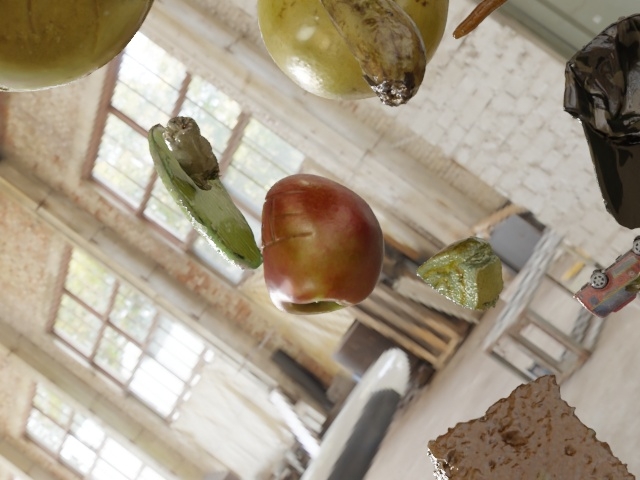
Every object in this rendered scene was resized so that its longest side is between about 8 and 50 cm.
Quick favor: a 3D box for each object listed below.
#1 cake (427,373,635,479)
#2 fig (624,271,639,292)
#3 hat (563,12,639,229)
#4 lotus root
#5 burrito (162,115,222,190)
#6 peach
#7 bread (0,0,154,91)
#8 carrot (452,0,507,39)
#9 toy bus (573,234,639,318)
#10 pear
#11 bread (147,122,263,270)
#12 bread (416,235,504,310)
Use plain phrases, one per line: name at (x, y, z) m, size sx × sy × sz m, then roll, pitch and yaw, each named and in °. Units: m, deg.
cake at (0.354, 0.411, 1.557) m, size 0.282 × 0.255 × 0.290 m, roll -30°, pitch -29°, yaw -1°
fig at (0.530, 0.049, 1.404) m, size 0.155 × 0.109 × 0.103 m, roll -25°, pitch 34°, yaw 8°
hat at (0.658, -0.235, 1.890) m, size 0.257 × 0.366 × 0.381 m, roll -96°, pitch -6°, yaw -54°
lotus root at (0.069, -0.289, 1.267) m, size 0.097 × 0.258 × 0.110 m, roll -35°, pitch -29°, yaw 8°
burrito at (-0.194, -0.136, 1.435) m, size 0.058 × 0.045 × 0.188 m, roll -39°, pitch -29°, yaw -8°
peach at (0.000, 0.000, 1.815) m, size 0.248 × 0.245 × 0.274 m, roll 124°, pitch 140°, yaw -74°
bread at (-0.314, -0.240, 0.970) m, size 0.261 × 0.158 × 0.156 m, roll -1°, pitch -46°, yaw -42°
carrot at (0.373, -0.512, 1.975) m, size 0.248 × 0.043 × 0.043 m, roll -42°, pitch -2°, yaw 9°
toy bus at (0.511, 0.052, 1.546) m, size 0.192 × 0.077 × 0.065 m, roll -42°, pitch -10°, yaw 17°
pear at (0.058, -0.410, 1.629) m, size 0.348 × 0.348 × 0.348 m, roll -54°, pitch -4°, yaw -5°
bread at (-0.193, -0.064, 1.557) m, size 0.045 × 0.301 × 0.301 m, roll -37°, pitch -2°, yaw 7°
bread at (0.251, 0.043, 1.656) m, size 0.103 × 0.156 × 0.110 m, roll -18°, pitch -54°, yaw -38°
